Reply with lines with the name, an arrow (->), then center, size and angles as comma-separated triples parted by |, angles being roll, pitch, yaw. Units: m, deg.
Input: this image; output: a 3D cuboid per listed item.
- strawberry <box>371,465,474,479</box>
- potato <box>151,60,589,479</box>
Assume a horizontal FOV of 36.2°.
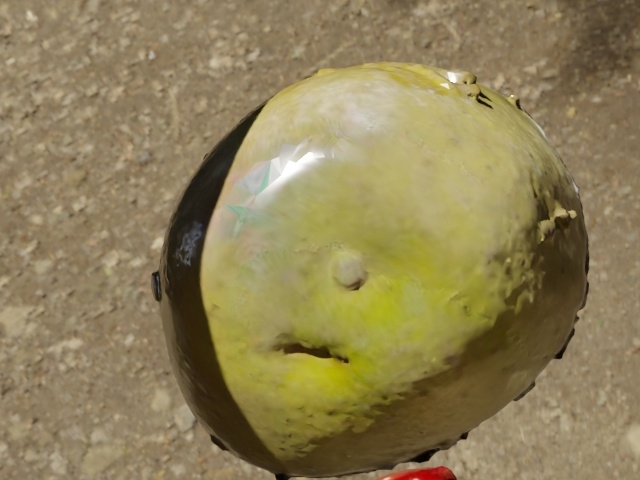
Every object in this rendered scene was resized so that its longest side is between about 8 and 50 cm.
strawberry -> 0.046, 0.379, 0.964 | 0.345, 0.317, 0.295 | 0, 52, 24
potato -> 0.000, 0.000, 0.403 | 0.202, 0.117, 0.182 | -24, 66, 17
